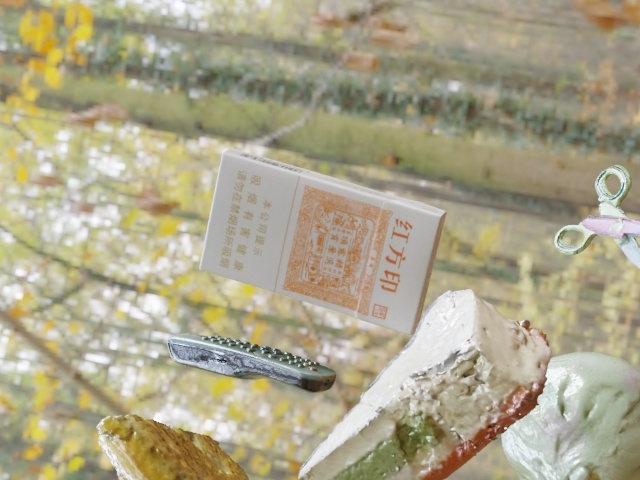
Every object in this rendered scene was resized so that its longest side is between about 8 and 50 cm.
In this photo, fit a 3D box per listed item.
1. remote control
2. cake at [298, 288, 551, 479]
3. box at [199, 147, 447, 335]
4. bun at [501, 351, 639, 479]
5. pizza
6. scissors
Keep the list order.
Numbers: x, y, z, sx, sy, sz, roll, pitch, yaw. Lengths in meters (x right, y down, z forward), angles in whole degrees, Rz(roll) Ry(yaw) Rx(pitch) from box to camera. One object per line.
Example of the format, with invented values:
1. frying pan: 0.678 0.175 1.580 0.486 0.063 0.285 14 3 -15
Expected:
1. remote control: -0.085 0.145 1.616 0.072 0.222 0.042 0 -81 -62
2. cake: 0.085 0.127 1.080 0.220 0.086 0.116 -45 11 35
3. box: 0.000 0.001 2.122 0.051 0.365 0.204 -39 -36 -69
4. bun: 0.426 0.322 2.172 0.179 0.283 0.283 -49 -34 -74
5. pizza: -0.097 0.235 1.202 0.058 0.292 0.197 -46 26 4
6. scissors: 0.367 -0.016 1.656 0.133 0.020 0.187 -55 29 6
